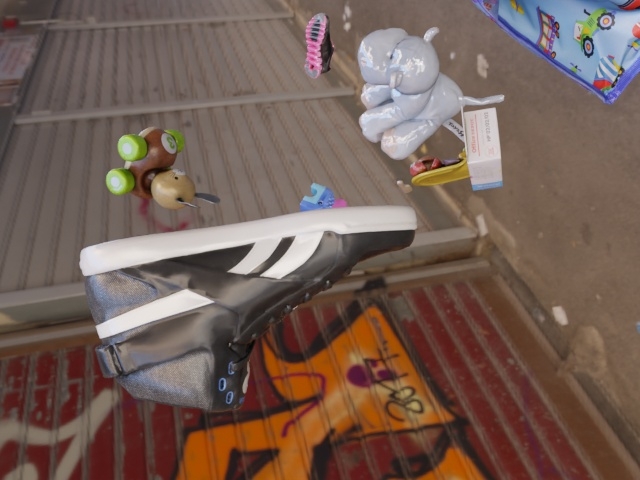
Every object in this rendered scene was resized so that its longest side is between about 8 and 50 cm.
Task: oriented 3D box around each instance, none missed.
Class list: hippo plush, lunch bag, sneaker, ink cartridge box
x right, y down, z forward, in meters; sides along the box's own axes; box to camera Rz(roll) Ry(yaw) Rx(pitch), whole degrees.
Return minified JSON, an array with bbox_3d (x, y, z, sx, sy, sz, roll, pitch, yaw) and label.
[{"bbox_3d":[0.176,-0.307,1.261,0.294,0.234,0.236,34,-178,29],"label":"hippo plush"},{"bbox_3d":[0.184,-0.273,0.590,0.138,0.293,0.220,-56,45,40],"label":"lunch bag"},{"bbox_3d":[-0.037,0.046,0.401,0.079,0.217,0.121,-173,74,-82],"label":"sneaker"},{"bbox_3d":[0.005,-0.366,1.133,0.047,0.057,0.119,38,134,35],"label":"sneaker"},{"bbox_3d":[0.306,-0.175,1.138,0.181,0.062,0.104,41,-135,-66],"label":"ink cartridge box"}]

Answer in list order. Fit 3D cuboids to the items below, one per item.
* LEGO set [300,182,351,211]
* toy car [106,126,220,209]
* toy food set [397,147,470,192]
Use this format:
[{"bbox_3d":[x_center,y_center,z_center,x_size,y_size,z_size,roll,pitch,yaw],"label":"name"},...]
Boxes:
[{"bbox_3d":[0.000,0.000,0.915,0.227,0.093,0.087,-59,-20,-30],"label":"LEGO set"},{"bbox_3d":[-0.295,-0.123,1.208,0.148,0.188,0.155,-62,-12,23],"label":"toy car"},{"bbox_3d":[0.290,-0.185,1.495,0.128,0.218,0.071,14,-114,-64],"label":"toy food set"}]
